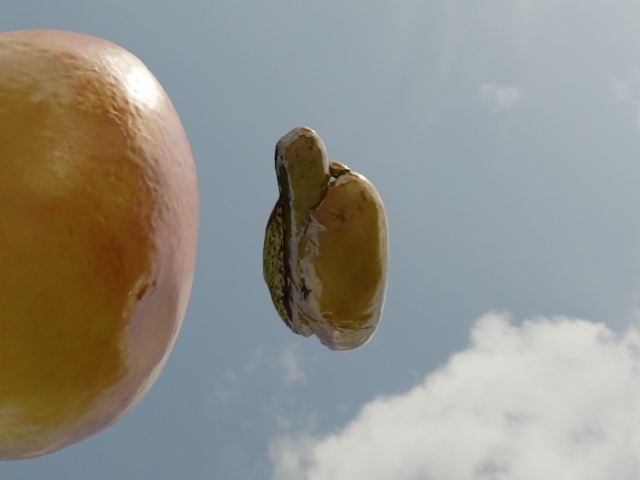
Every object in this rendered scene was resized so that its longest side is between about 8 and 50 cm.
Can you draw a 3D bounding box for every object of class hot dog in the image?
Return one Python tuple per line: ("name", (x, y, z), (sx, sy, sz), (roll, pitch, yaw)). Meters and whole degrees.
("hot dog", (0.001, 0.001, 0.758), (0.060, 0.090, 0.140), (-12, -53, -35))

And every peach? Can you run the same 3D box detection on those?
("peach", (-0.216, -0.008, 0.943), (0.308, 0.289, 0.289), (-45, -77, -12))
